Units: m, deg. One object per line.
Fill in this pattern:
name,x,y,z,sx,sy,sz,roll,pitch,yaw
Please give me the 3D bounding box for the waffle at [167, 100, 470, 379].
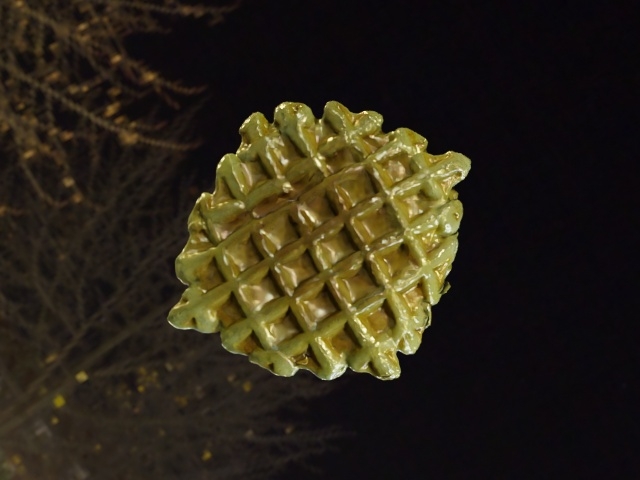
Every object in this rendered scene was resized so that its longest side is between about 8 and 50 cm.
waffle,0.000,0.000,0.953,0.207,0.214,0.054,15,-8,14
